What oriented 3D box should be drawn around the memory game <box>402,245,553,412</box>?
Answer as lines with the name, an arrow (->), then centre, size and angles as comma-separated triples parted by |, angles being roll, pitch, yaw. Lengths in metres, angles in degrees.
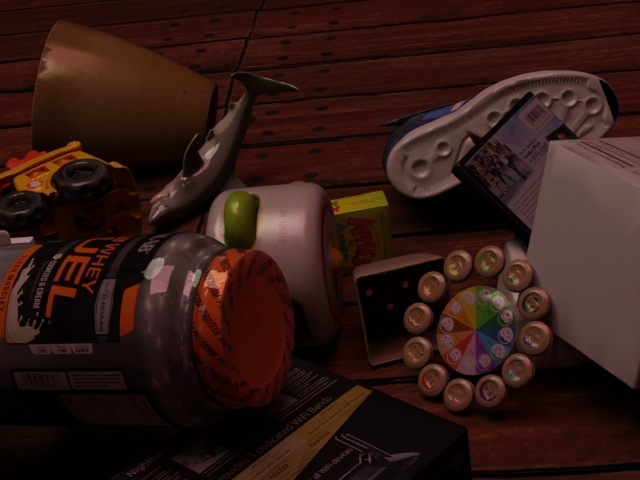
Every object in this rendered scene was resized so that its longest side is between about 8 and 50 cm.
memory game -> 0.165, 0.094, 1.365 | 0.186, 0.186, 0.012 | 19, -2, 40

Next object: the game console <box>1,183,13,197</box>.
game console -> -0.577, 0.012, 1.809 | 0.342, 0.060, 0.386 | 18, 39, 29

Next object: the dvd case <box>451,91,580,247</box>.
dvd case -> 0.294, -0.046, 1.523 | 0.253, 0.022, 0.180 | 45, 54, 2

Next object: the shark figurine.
shark figurine -> -0.130, -0.120, 1.843 | 0.116, 0.278, 0.166 | 37, 5, 3

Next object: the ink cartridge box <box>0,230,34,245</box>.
ink cartridge box -> -0.388, 0.063, 1.505 | 0.115, 0.198, 0.067 | -3, 29, 9

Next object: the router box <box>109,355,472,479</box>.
router box -> -0.043, 0.247, 1.207 | 0.243, 0.081, 0.309 | 19, 39, 40

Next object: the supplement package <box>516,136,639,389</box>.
supplement package -> 0.383, 0.011, 1.334 | 0.262, 0.199, 0.198 | -5, 25, -29

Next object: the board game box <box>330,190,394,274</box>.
board game box -> 0.000, 0.000, 1.628 | 0.181, 0.092, 0.043 | -10, 28, -3

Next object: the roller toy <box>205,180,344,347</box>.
roller toy -> -0.044, 0.030, 1.486 | 0.146, 0.191, 0.209 | -5, 5, 9

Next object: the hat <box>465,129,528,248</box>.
hat -> 0.319, -0.076, 1.588 | 0.173, 0.184, 0.208 | 20, 39, 40

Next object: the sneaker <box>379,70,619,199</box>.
sneaker -> 0.238, -0.157, 1.747 | 0.322, 0.130, 0.236 | -21, 10, 10

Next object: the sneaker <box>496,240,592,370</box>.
sneaker -> 0.262, 0.078, 1.458 | 0.094, 0.080, 0.212 | 1, 35, -7

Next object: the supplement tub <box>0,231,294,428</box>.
supplement tub -> -0.198, 0.091, 1.269 | 0.316, 0.194, 0.193 | -3, 28, 25

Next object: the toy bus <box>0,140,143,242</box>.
toy bus -> -0.385, -0.043, 1.719 | 0.220, 0.149, 0.211 | -28, 44, -29

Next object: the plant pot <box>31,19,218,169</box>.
plant pot -> -0.294, -0.204, 1.974 | 0.254, 0.237, 0.237 | 10, 30, 1

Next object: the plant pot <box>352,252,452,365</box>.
plant pot -> 0.089, 0.069, 1.478 | 0.109, 0.109, 0.096 | -13, 17, -8
